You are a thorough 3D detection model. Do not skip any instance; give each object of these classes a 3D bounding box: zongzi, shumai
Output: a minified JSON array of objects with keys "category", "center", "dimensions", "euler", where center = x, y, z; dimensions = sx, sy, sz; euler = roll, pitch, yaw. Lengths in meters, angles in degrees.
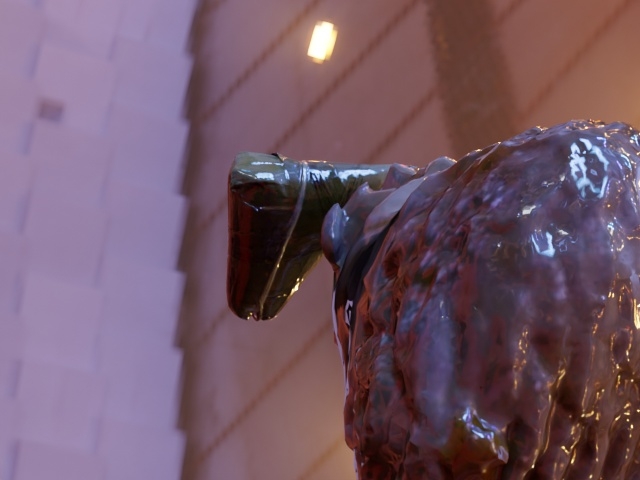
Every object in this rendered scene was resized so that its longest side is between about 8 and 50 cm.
[{"category":"zongzi","center":[0.000,0.000,1.155],"dimensions":[0.052,0.113,0.104],"euler":[-95,-174,-63]},{"category":"shumai","center":[0.062,0.080,0.952],"dimensions":[0.283,0.217,0.346],"euler":[35,-52,46]}]
